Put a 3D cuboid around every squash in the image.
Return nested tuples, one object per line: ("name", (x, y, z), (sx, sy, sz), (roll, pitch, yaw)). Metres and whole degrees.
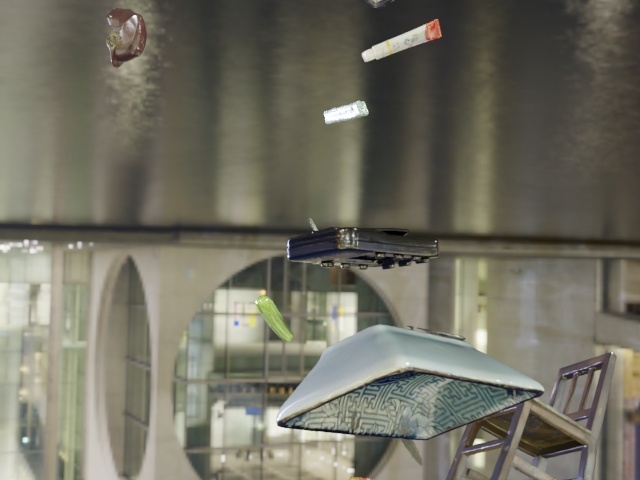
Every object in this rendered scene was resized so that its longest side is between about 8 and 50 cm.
("squash", (-0.070, 0.120, 1.345), (0.027, 0.089, 0.027), (-27, -159, 11))

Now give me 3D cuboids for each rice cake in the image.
("rice cake", (0.052, -0.268, 1.858), (0.029, 0.033, 0.171), (-13, -173, -23))

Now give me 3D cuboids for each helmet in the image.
("helmet", (-0.401, -0.426, 1.853), (0.070, 0.123, 0.098), (-3, -176, 7))

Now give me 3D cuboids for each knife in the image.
("knife", (0.135, 0.320, 1.524), (0.023, 0.170, 0.010), (-24, -167, 24))

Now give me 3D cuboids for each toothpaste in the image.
("toothpaste", (0.187, -0.453, 2.027), (0.190, 0.048, 0.031), (-22, -141, -3))

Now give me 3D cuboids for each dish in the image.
("dish", (0.091, 0.143, 0.928), (0.243, 0.080, 0.182), (17, 142, -42))

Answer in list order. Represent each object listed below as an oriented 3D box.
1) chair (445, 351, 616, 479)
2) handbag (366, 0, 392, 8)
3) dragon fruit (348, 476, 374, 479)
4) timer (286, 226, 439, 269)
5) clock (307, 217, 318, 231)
("chair", (0.446, 0.384, 1.866), (0.240, 0.416, 0.203), (30, 148, -14))
("handbag", (0.208, -0.529, 1.593), (0.088, 0.244, 0.275), (46, 161, -25))
("dragon fruit", (0.087, 0.519, 1.785), (0.056, 0.060, 0.083), (-1, 136, 16))
("timer", (0.061, 0.007, 1.264), (0.187, 0.055, 0.144), (6, 168, -39))
("clock", (0.000, 0.000, 1.488), (0.010, 0.083, 0.074), (-29, 173, -1))
